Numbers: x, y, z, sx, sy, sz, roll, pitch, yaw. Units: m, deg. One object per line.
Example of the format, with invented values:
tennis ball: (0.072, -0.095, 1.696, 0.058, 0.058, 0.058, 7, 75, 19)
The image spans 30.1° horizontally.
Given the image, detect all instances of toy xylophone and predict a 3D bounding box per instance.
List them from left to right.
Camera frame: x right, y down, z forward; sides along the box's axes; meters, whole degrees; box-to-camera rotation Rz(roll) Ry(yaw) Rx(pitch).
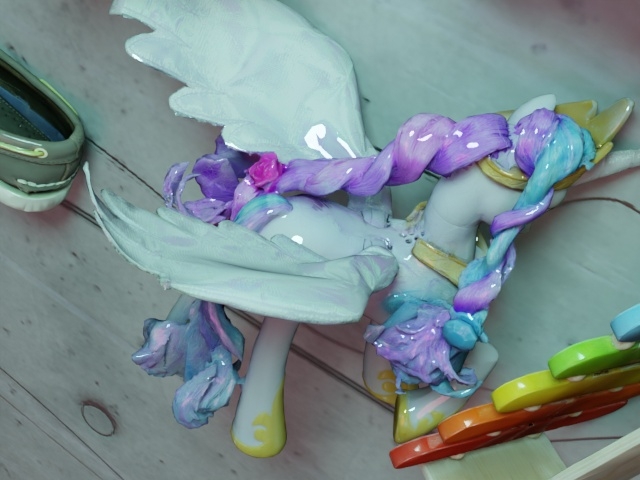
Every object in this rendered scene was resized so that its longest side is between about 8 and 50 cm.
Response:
toy xylophone: (0.205, 0.105, 0.781, 0.323, 0.236, 0.081, -43, 60, 46)

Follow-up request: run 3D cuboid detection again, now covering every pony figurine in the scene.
pony figurine: (0.000, 0.000, 0.816, 0.351, 0.302, 0.363, 14, 135, -15)

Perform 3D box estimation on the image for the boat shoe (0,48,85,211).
boat shoe: (-0.335, -0.149, 1.033, 0.305, 0.109, 0.091, 37, 137, -2)
